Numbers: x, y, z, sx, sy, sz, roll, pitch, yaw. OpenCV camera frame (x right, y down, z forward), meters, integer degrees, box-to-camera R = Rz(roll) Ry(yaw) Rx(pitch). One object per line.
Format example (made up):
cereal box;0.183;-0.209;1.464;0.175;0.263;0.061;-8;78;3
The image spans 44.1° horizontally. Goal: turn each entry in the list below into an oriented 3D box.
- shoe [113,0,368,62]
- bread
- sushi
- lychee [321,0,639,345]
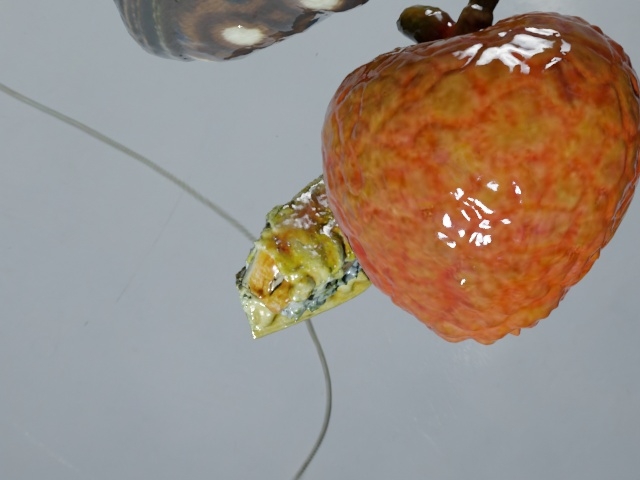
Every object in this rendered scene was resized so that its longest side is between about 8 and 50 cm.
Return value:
shoe;0.008;-0.213;0.441;0.237;0.384;0.172;15;70;-8
bread;-0.020;0.067;1.404;0.267;0.152;0.130;-22;90;-3
sushi;0.000;0.000;1.168;0.139;0.184;0.274;45;62;10
lychee;0.122;-0.074;0.616;0.255;0.255;0.300;-15;100;-1
